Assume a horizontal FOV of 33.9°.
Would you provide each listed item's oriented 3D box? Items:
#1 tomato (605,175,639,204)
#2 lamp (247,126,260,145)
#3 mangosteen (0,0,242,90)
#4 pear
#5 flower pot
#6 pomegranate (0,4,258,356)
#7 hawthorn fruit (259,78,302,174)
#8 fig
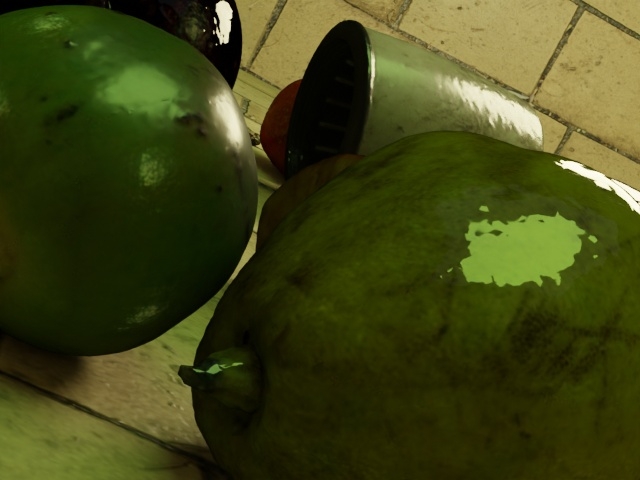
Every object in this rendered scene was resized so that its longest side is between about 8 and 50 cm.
[{"bbox_3d":[0.280,0.076,1.097,0.342,0.272,0.341,28,11,-6],"label":"tomato"},{"bbox_3d":[-0.146,-0.203,1.947,0.083,0.031,0.063,27,12,-26],"label":"lamp"},{"bbox_3d":[-0.244,-0.211,1.171,0.297,0.313,0.296,17,57,-27],"label":"mangosteen"},{"bbox_3d":[0.072,0.072,0.667,0.375,0.287,0.287,-1,28,-40],"label":"pear"},{"bbox_3d":[0.143,-0.150,1.592,0.330,0.293,0.293,12,17,-23],"label":"flower pot"},{"bbox_3d":[-0.178,-0.024,0.652,0.236,0.235,0.302,33,35,20],"label":"pomegranate"},{"bbox_3d":[-0.009,-0.189,1.819,0.205,0.205,0.253,23,2,-25],"label":"hawthorn fruit"},{"bbox_3d":[-0.002,0.049,0.988,0.191,0.190,0.290,29,52,3],"label":"fig"}]
